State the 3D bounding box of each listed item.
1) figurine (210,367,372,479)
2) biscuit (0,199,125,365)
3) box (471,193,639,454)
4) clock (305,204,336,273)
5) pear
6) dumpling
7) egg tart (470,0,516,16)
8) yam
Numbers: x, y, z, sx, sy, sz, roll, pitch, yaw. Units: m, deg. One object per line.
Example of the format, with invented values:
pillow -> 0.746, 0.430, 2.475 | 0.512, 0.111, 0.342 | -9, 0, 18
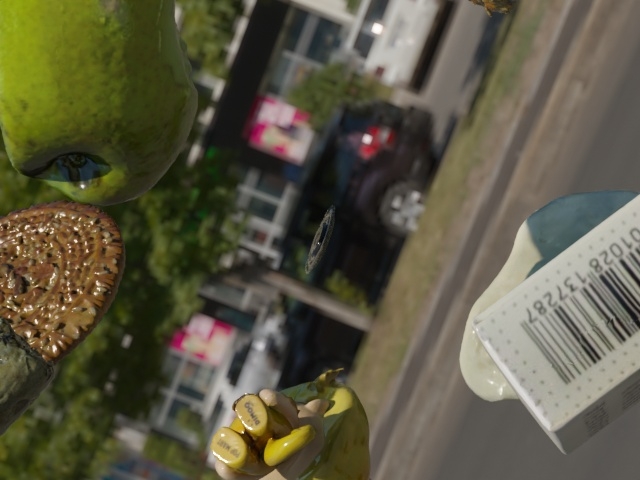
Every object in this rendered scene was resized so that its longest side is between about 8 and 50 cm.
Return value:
figurine -> -0.024, 0.186, 1.486 | 0.156, 0.131, 0.246 | -57, -22, 4
biscuit -> -0.359, 0.062, 1.870 | 0.038, 0.305, 0.305 | 60, -143, -38
box -> 0.264, 0.005, 1.092 | 0.330, 0.095, 0.210 | -38, -15, 1
clock -> 0.000, 0.000, 1.669 | 0.083, 0.010, 0.074 | -97, 30, -76
pear -> -0.191, -0.169, 1.444 | 0.286, 0.176, 0.281 | -89, -3, -82
dumpling -> 0.313, 0.065, 1.899 | 0.187, 0.318, 0.242 | 168, 90, -81
egg tart -> 0.084, -0.301, 1.490 | 0.098, 0.252, 0.232 | -54, 20, 6
yam -> -0.300, 0.146, 1.338 | 0.179, 0.078, 0.078 | -45, -2, -6
